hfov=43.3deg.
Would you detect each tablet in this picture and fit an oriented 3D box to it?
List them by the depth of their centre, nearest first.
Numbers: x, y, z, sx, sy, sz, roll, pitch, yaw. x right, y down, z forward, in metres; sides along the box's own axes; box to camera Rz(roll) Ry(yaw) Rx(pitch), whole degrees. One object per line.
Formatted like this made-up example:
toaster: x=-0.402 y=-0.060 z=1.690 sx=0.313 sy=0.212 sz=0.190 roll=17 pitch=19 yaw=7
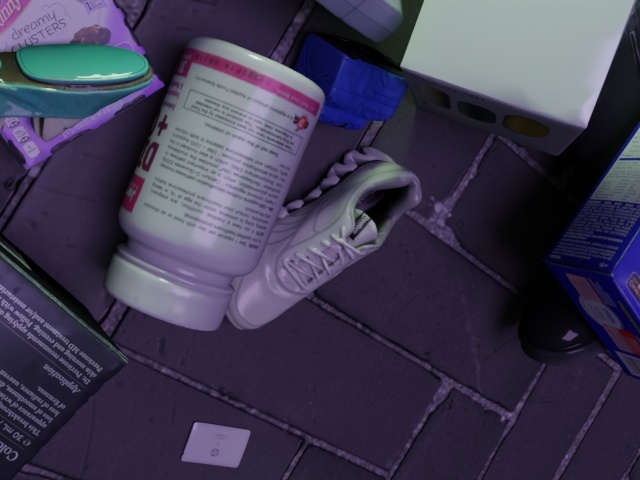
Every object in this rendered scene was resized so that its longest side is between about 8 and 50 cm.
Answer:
tablet: x=-0.134 y=0.263 z=1.035 sx=0.083 sy=0.006 sz=0.054 roll=18 pitch=95 yaw=-31

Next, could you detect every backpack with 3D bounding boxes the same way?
backpack: x=0.037 y=-0.185 z=0.956 sx=0.120 sy=0.098 sz=0.101 roll=4 pitch=123 yaw=-38

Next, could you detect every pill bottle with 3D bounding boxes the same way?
pill bottle: x=-0.118 y=-0.058 z=0.864 sx=0.160 sy=0.160 sz=0.283 roll=21 pitch=93 yaw=-32

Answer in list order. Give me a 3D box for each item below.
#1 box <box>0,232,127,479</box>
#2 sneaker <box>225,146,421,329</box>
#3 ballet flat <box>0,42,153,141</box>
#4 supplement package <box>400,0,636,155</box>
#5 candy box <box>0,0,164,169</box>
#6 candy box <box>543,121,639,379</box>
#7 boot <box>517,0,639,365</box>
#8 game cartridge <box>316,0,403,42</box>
box: x=-0.421 y=0.096 z=0.729 sx=0.312 sy=0.179 sz=0.343 roll=-47 pitch=120 yaw=-11
sneaker: x=0.000 y=0.000 z=0.973 sx=0.292 sy=0.118 sz=0.110 roll=-44 pitch=121 yaw=-10
ballet flat: x=-0.279 y=-0.132 z=0.730 sx=0.247 sy=0.083 sz=0.087 roll=-4 pitch=131 yaw=-26
supplement package: x=0.223 y=-0.230 z=0.910 sx=0.199 sy=0.263 sz=0.198 roll=21 pitch=94 yaw=10
candy box: x=-0.278 y=-0.198 z=0.789 sx=0.165 sy=0.070 sz=0.196 roll=-36 pitch=118 yaw=-15
candy box: x=0.476 y=-0.004 z=1.071 sx=0.317 sy=0.122 sz=0.268 roll=-51 pitch=121 yaw=-14
boot: x=0.382 y=-0.095 z=1.137 sx=0.367 sy=0.146 sz=0.445 roll=-32 pitch=120 yaw=-27
game cartridge: x=-0.021 y=-0.343 z=0.832 sx=0.294 sy=0.060 sz=0.196 roll=34 pitch=42 yaw=-32
